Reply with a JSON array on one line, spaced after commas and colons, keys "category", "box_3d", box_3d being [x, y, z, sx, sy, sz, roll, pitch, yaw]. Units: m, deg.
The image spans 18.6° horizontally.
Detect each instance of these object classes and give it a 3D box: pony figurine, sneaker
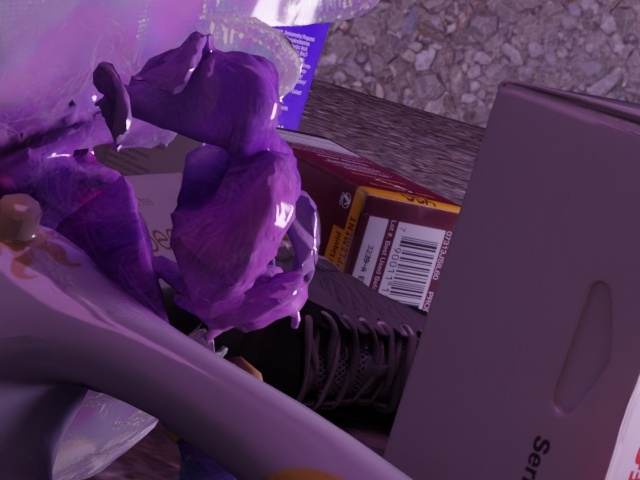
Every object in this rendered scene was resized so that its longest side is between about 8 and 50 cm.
[{"category": "pony figurine", "box_3d": [-0.103, 0.020, 0.515, 0.351, 0.303, 0.363, -1, 34, -37]}, {"category": "sneaker", "box_3d": [0.023, 0.056, 0.975, 0.132, 0.086, 0.228, 22, 9, 12]}]

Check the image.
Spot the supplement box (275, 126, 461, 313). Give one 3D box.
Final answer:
[{"category": "supplement box", "box_3d": [0.000, 0.000, 1.191, 0.081, 0.104, 0.188, 11, 10, -32]}]

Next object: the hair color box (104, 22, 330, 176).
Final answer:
[{"category": "hair color box", "box_3d": [-0.084, -0.202, 1.496, 0.185, 0.339, 0.110, 25, 12, 39]}]

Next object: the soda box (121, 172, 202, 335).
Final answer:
[{"category": "soda box", "box_3d": [-0.112, 0.018, 0.907, 0.069, 0.074, 0.216, 50, 17, 10]}]

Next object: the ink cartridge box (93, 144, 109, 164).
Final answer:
[{"category": "ink cartridge box", "box_3d": [-0.299, -0.186, 1.210, 0.384, 0.279, 0.160, 19, 8, 10]}]

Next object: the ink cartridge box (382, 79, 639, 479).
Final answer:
[{"category": "ink cartridge box", "box_3d": [0.171, 0.041, 0.956, 0.117, 0.201, 0.278, 23, 11, 34]}]
